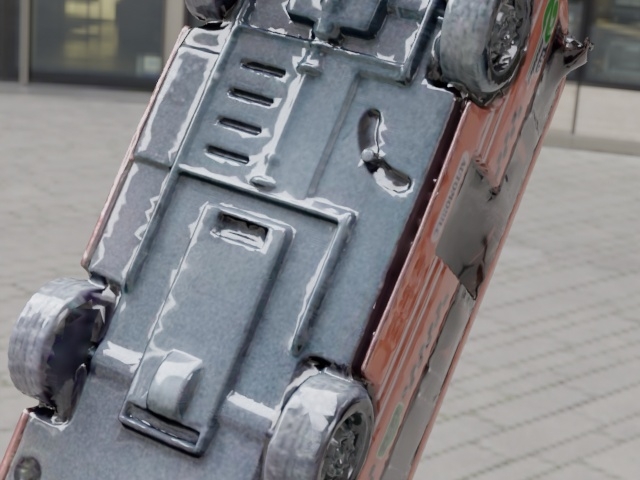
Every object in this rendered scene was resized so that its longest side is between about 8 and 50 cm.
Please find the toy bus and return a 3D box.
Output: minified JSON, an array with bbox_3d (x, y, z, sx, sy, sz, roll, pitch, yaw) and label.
[{"bbox_3d":[0.000,0.000,0.757,0.203,0.427,0.233,19,-9,25],"label":"toy bus"}]
